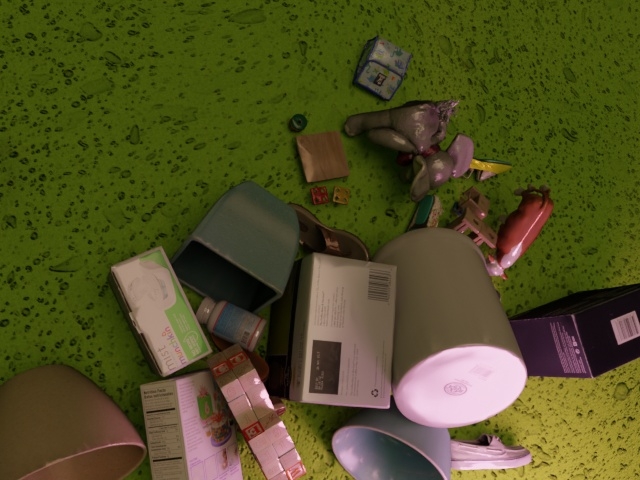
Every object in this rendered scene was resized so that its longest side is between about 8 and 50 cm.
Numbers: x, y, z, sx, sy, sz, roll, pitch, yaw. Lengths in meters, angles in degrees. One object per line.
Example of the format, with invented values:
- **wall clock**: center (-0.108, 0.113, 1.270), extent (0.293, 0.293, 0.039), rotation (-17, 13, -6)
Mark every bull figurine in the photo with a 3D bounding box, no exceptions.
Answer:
- **bull figurine**: center (0.573, -0.032, 1.863), extent (0.101, 0.310, 0.188), rotation (25, 37, -8)

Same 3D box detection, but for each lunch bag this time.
- **lunch bag**: center (0.178, -0.502, 1.869), extent (0.129, 0.096, 0.151), rotation (25, 87, -18)

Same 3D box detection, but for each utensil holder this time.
- **utensil holder**: center (0.294, 0.212, 1.567), extent (0.328, 0.327, 0.385), rotation (15, 37, -18)

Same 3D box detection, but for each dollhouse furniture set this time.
- **dollhouse furniture set**: center (0.437, -0.040, 1.885), extent (0.129, 0.129, 0.183), rotation (41, 39, -10)

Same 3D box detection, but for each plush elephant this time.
- **plush elephant**: center (0.276, -0.253, 1.779), extent (0.272, 0.330, 0.255), rotation (-20, 106, -30)

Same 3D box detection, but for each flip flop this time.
- **flip flop**: center (0.000, 0.000, 1.666), extent (0.277, 0.112, 0.080), rotation (34, 24, 4)

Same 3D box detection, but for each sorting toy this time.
- **sorting toy**: center (0.003, -0.219, 1.769), extent (0.132, 0.046, 0.274), rotation (-13, 85, -23)

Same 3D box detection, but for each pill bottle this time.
- **pill bottle**: center (-0.216, 0.198, 1.533), extent (0.160, 0.087, 0.087), rotation (25, 72, 2)

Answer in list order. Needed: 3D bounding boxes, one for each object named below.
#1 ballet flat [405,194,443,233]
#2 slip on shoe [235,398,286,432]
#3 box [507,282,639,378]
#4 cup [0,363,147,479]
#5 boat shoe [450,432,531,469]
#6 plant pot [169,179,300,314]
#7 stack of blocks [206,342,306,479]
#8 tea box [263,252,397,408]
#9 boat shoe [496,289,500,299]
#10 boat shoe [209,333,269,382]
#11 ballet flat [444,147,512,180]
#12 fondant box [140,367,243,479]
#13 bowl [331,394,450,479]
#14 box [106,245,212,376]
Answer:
- **ballet flat**: center (0.292, -0.022, 1.831), extent (0.077, 0.091, 0.241), rotation (41, 71, -34)
- **slip on shoe**: center (-0.154, 0.436, 1.595), extent (0.135, 0.051, 0.041), rotation (-24, 50, -15)
- **box**: center (0.764, 0.258, 1.835), extent (0.343, 0.312, 0.178), rotation (-15, 86, -22)
- **cup**: center (-0.559, 0.400, 1.321), extent (0.331, 0.331, 0.237), rotation (-18, 62, -23)
- **boat shoe**: center (0.469, 0.584, 1.784), extent (0.268, 0.096, 0.088), rotation (2, 84, -13)
- **plant pot**: center (-0.189, 0.005, 1.558), extent (0.247, 0.248, 0.252), rotation (34, 57, -12)
- **stack of blocks**: center (-0.147, 0.403, 1.454), extent (0.087, 0.171, 0.297), rotation (-28, 117, -15)
- **tea box**: center (0.014, 0.225, 1.542), extent (0.220, 0.323, 0.328), rotation (9, 78, -19)
- **boat shoe**: center (0.403, 0.258, 1.815), extent (0.118, 0.103, 0.320), rotation (26, 61, 30)
- **boat shoe**: center (-0.209, 0.276, 1.581), extent (0.073, 0.073, 0.207), rotation (-33, 72, -26)
- **ballet flat**: center (0.473, -0.223, 1.947), extent (0.231, 0.077, 0.077), rotation (10, 98, -17)
- **fondant box**: center (-0.280, 0.465, 1.433), extent (0.096, 0.238, 0.330), rotation (-10, 83, 17)
- **bowl**: center (0.201, 0.507, 1.604), extent (0.311, 0.311, 0.163), rotation (43, 50, -9)
- **box**: center (-0.377, 0.166, 1.452), extent (0.127, 0.231, 0.261), rotation (-25, 89, -23)
